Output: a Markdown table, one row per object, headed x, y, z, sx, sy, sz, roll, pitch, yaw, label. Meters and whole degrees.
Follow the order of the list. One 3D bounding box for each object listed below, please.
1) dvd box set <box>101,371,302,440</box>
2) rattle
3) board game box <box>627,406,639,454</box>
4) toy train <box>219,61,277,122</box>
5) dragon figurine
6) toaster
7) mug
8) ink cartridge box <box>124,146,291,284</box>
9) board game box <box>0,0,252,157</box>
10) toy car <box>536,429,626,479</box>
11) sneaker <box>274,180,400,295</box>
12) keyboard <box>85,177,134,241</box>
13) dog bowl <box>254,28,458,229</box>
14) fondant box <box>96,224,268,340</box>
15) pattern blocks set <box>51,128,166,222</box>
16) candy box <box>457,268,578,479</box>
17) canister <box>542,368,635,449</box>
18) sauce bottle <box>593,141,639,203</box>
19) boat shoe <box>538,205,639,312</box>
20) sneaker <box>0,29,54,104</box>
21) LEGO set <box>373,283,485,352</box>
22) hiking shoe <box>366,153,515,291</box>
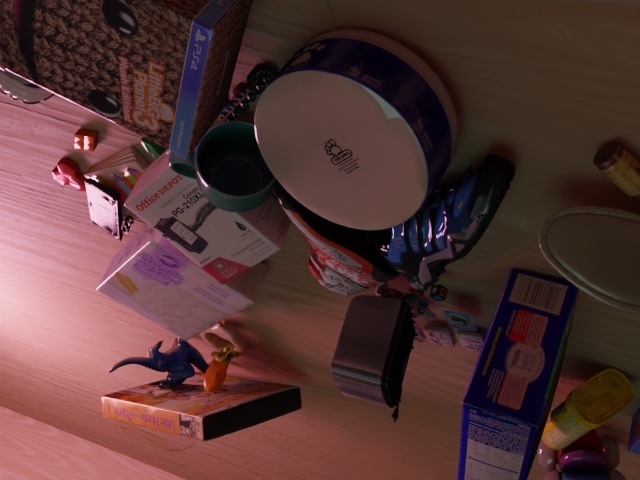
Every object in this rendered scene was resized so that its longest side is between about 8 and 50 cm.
| x | y | z | sx | sy | sz | roll | pitch | yaw | label |
| --- | --- | --- | --- | --- | --- | --- | --- | --- | --- |
| -0.299 | 0.400 | 1.811 | 0.420 | 0.308 | 0.062 | -3 | 93 | 44 | dvd box set |
| -0.253 | 0.248 | 1.721 | 0.130 | 0.143 | 0.199 | 39 | 155 | 13 | rattle |
| 0.689 | 0.292 | 1.213 | 0.233 | 0.078 | 0.347 | 17 | 145 | 13 | board game box |
| -0.115 | -0.219 | 1.099 | 0.036 | 0.027 | 0.158 | 38 | 144 | -14 | toy train |
| -0.368 | 0.319 | 1.830 | 0.085 | 0.289 | 0.144 | -32 | 78 | 49 | dragon figurine |
| 0.100 | 0.208 | 1.318 | 0.110 | 0.185 | 0.168 | 10 | 155 | 19 | toaster |
| -0.143 | -0.117 | 1.154 | 0.158 | 0.129 | 0.097 | 36 | 161 | 5 | mug |
| -0.195 | -0.054 | 1.284 | 0.237 | 0.100 | 0.172 | 41 | 131 | -21 | ink cartridge box |
| -0.261 | -0.289 | 0.982 | 0.291 | 0.141 | 0.232 | 26 | 140 | 1 | board game box |
| 0.514 | 0.438 | 1.439 | 0.159 | 0.182 | 0.136 | -4 | 133 | 10 | toy car |
| 0.000 | 0.001 | 1.263 | 0.270 | 0.090 | 0.145 | 36 | 142 | -19 | sneaker |
| -0.421 | -0.056 | 1.478 | 0.108 | 0.023 | 0.180 | 33 | 152 | 4 | keyboard |
| 0.046 | -0.144 | 0.995 | 0.265 | 0.104 | 0.264 | 21 | 140 | 18 | dog bowl |
| -0.296 | 0.079 | 1.527 | 0.238 | 0.096 | 0.330 | 34 | 144 | -19 | fondant box |
| -0.367 | -0.104 | 1.419 | 0.285 | 0.026 | 0.325 | 40 | 143 | -20 | pattern blocks set |
| 0.327 | 0.251 | 1.225 | 0.122 | 0.268 | 0.317 | 17 | 146 | 20 | candy box |
| 0.481 | 0.314 | 1.341 | 0.073 | 0.126 | 0.170 | 54 | 156 | 23 | canister |
| 0.408 | -0.075 | 0.940 | 0.128 | 0.042 | 0.042 | 35 | 145 | -17 | sauce bottle |
| 0.461 | 0.034 | 0.994 | 0.340 | 0.127 | 0.113 | 12 | -173 | 8 | boat shoe |
| -0.557 | -0.329 | 1.196 | 0.272 | 0.100 | 0.108 | 23 | 132 | -2 | sneaker |
| 0.206 | 0.131 | 1.357 | 0.183 | 0.060 | 0.244 | 6 | 153 | 27 | LEGO set |
| 0.169 | -0.033 | 1.089 | 0.132 | 0.113 | 0.304 | 35 | 141 | 2 | hiking shoe |
